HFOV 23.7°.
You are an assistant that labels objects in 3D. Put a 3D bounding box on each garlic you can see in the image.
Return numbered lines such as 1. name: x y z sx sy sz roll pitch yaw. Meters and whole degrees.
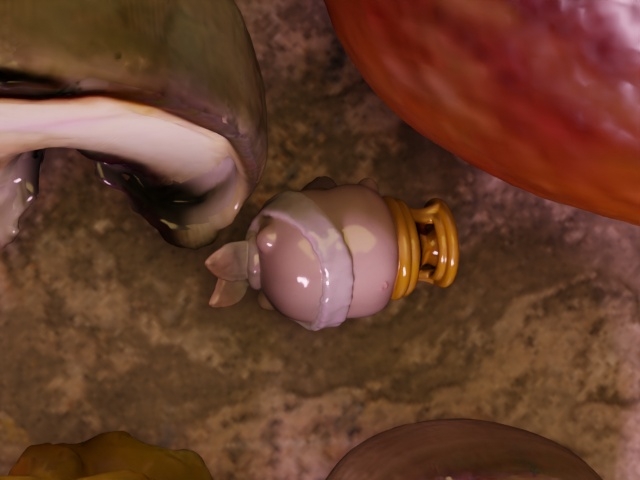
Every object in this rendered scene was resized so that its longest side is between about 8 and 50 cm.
1. garlic: 0.085 0.154 0.754 0.198 0.090 0.128 4 89 -26

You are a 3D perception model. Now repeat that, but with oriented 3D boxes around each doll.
1. doll: 0.000 0.000 0.767 0.127 0.073 0.084 -6 50 -15

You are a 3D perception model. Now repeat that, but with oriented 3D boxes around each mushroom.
1. mushroom: -0.156 -0.099 0.687 0.267 0.189 0.164 0 68 -9

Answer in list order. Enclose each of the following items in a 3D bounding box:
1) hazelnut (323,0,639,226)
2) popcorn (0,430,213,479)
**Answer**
1. hazelnut: 0.181 -0.224 0.658 0.402 0.429 0.402 3 49 -4
2. popcorn: -0.103 0.181 0.681 0.198 0.155 0.197 -3 98 -25
